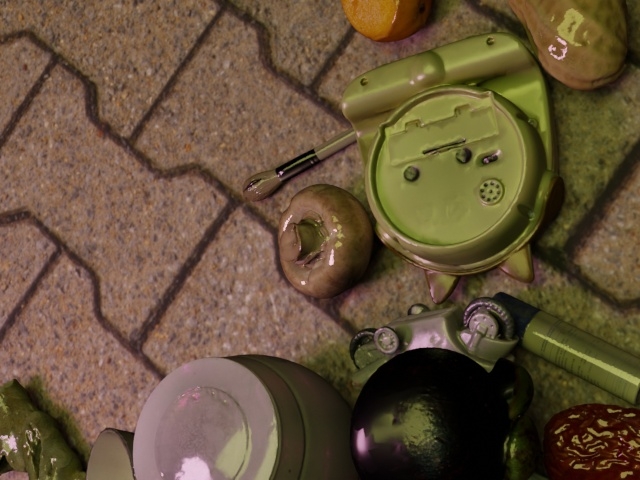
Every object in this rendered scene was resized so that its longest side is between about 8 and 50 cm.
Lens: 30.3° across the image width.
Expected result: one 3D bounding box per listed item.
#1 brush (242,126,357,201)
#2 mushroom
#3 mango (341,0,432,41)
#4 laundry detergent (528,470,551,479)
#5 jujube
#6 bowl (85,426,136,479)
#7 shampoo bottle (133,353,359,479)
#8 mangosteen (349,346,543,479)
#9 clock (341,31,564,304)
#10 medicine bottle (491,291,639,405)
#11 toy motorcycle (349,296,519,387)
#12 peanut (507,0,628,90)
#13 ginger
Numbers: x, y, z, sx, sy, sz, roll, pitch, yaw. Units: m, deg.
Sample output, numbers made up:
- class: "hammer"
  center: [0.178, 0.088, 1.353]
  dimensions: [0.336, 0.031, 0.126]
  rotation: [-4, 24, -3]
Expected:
- class: "brush"
  center: [0.005, -0.139, 1.810]
  dimensions: [0.299, 0.039, 0.042]
  rotation: [-29, 108, 18]
- class: "mushroom"
  center: [0.000, 0.000, 1.713]
  dimensions: [0.166, 0.127, 0.166]
  rotation: [-14, 72, 52]
- class: "mango"
  center: [0.093, -0.394, 1.800]
  dimensions: [0.141, 0.102, 0.217]
  rotation: [-54, 54, 33]
- class: "laundry detergent"
  center: [0.253, 0.342, 1.533]
  dimensions: [0.226, 0.070, 0.099]
  rotation: [22, 84, 31]
- class: "jujube"
  center: [0.368, 0.263, 1.478]
  dimensions: [0.176, 0.109, 0.112]
  rotation: [-3, 112, 19]
- class: "bowl"
  center: [-0.262, 0.380, 1.747]
  dimensions: [0.211, 0.112, 0.211]
  rotation: [-13, 75, 58]
- class: "shampoo bottle"
  center: [-0.095, 0.291, 1.618]
  dimensions: [0.273, 0.266, 0.273]
  rotation: [-8, 73, 27]
- class: "mangosteen"
  center: [0.155, 0.240, 1.459]
  dimensions: [0.243, 0.243, 0.242]
  rotation: [-7, 73, 26]
- class: "clock"
  center: [0.190, -0.095, 1.646]
  dimensions: [0.286, 0.117, 0.348]
  rotation: [-16, 73, 22]
- class: "medicine bottle"
  center: [0.324, 0.139, 1.555]
  dimensions: [0.231, 0.059, 0.059]
  rotation: [28, 91, 31]
- class: "toy motorcycle"
  center: [0.161, 0.173, 1.607]
  dimensions: [0.260, 0.110, 0.170]
  rotation: [-18, 94, 34]
- class: "peanut"
  center: [0.336, -0.345, 1.642]
  dimensions: [0.147, 0.147, 0.305]
  rotation: [-31, 60, 18]
- class: "ginger"
  center: [-0.467, 0.349, 1.907]
  dimensions: [0.290, 0.089, 0.137]
  rotation: [40, 78, 25]
